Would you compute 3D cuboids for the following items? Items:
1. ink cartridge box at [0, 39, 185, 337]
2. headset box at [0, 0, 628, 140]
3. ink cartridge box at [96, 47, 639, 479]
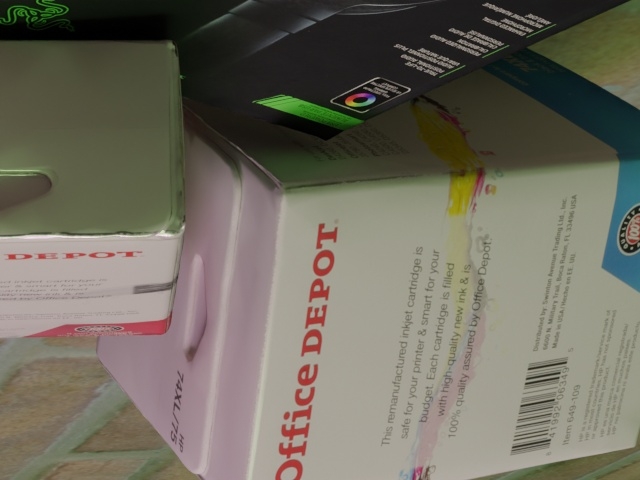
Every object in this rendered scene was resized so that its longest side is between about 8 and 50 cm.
[{"bbox_3d":[-0.145,-0.017,0.840,0.158,0.092,0.218,-1,168,-7],"label":"ink cartridge box"},{"bbox_3d":[0.000,-0.164,0.777,0.283,0.131,0.246,-21,157,38],"label":"headset box"},{"bbox_3d":[0.037,0.011,1.036,0.270,0.198,0.197,-6,-153,-30],"label":"ink cartridge box"}]
